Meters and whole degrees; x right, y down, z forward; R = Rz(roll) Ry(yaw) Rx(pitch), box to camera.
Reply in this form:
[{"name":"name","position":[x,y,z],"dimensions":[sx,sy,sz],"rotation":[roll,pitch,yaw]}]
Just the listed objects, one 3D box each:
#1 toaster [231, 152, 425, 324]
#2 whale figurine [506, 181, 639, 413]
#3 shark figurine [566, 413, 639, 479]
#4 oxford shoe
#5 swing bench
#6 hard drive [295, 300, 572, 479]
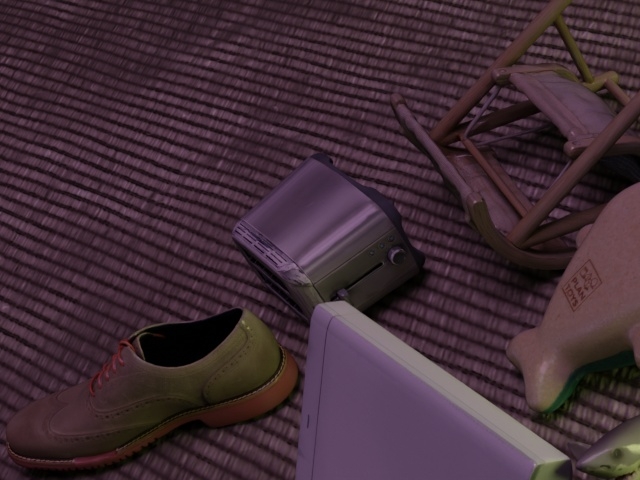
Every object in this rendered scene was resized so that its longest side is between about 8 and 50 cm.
[{"name":"toaster","position":[0.000,0.000,1.871],"dimensions":[0.146,0.129,0.227],"rotation":[-39,39,-10]},{"name":"whale figurine","position":[0.309,0.066,1.615],"dimensions":[0.272,0.141,0.216],"rotation":[-46,33,18]},{"name":"shark figurine","position":[0.287,0.163,1.409],"dimensions":[0.166,0.278,0.116],"rotation":[-17,73,3]},{"name":"oxford shoe","position":[-0.206,0.152,1.820],"dimensions":[0.348,0.130,0.123],"rotation":[-20,37,11]},{"name":"swing bench","position":[0.248,-0.111,1.818],"dimensions":[0.255,0.165,0.253],"rotation":[-33,37,3]},{"name":"hard drive","position":[0.084,0.224,1.461],"dimensions":[0.047,0.233,0.353],"rotation":[-5,21,-30]}]
